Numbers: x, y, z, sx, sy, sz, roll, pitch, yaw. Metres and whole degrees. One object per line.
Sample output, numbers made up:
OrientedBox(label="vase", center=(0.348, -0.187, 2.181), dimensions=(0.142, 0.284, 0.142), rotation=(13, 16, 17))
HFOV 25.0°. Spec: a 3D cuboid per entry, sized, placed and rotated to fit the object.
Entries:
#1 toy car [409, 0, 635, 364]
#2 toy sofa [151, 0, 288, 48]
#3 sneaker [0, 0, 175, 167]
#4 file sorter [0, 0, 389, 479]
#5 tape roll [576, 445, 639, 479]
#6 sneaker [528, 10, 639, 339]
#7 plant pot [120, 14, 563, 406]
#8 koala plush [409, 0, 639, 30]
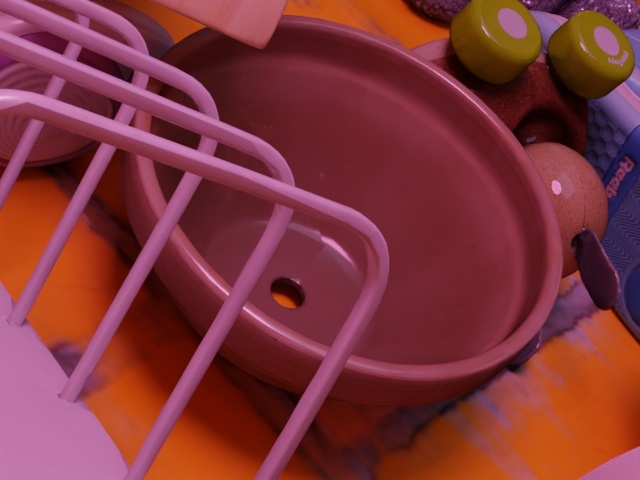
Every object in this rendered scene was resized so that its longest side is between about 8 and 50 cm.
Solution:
OrientedBox(label="toy car", center=(0.116, -0.026, 0.875), dimensions=(0.149, 0.155, 0.188), rotation=(4, 61, -34))
OrientedBox(label="toy sofa", center=(-0.107, -0.236, 0.795), dimensions=(0.177, 0.150, 0.362), rotation=(23, 12, -19))
OrientedBox(label="sneaker", center=(-0.213, -0.120, 0.742), dimensions=(0.305, 0.114, 0.152), rotation=(1, 51, -36))
OrientedBox(label="file sorter", center=(-0.138, -0.010, 0.537), dimensions=(0.193, 0.173, 0.278), rotation=(19, 15, -40))
OrientedBox(label="tape roll", center=(0.206, 0.208, 0.611), dimensions=(0.246, 0.246, 0.169), rotation=(18, 42, -21))
OrientedBox(label="sneaker", center=(0.268, -0.043, 1.011), dimensions=(0.208, 0.127, 0.319), rotation=(-8, 56, -40))
OrientedBox(label="plant pot", center=(0.000, 0.000, 0.770), dimensions=(0.237, 0.109, 0.237), rotation=(14, 48, -17))
OrientedBox(label="koala plush", center=(0.184, -0.284, 1.117), dimensions=(0.196, 0.221, 0.203), rotation=(18, 41, -20))
